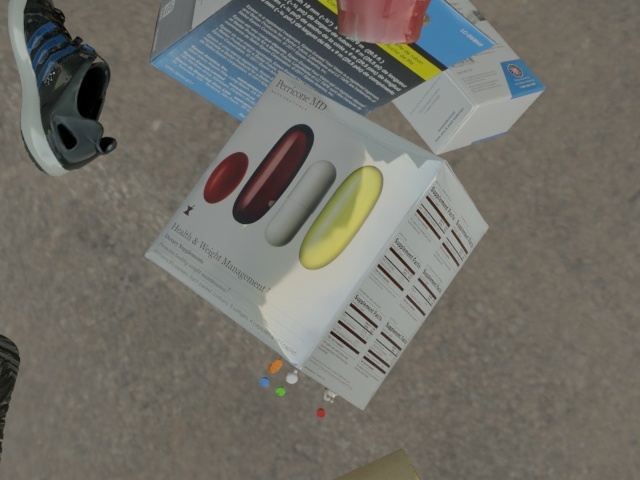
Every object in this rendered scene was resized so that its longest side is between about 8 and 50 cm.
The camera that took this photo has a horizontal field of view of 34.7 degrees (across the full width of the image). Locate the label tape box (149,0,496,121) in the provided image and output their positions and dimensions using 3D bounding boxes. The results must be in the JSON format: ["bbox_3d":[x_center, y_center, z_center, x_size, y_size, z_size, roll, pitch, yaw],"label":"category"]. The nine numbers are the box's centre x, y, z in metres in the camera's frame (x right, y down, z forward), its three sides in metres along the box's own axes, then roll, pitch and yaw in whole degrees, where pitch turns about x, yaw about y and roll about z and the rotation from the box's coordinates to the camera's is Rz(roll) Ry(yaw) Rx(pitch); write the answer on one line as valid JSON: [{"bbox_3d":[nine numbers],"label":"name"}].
[{"bbox_3d":[0.000,-0.252,1.184,0.241,0.334,0.106,30,52,-35],"label":"label tape box"}]

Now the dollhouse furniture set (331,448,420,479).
[{"bbox_3d":[0.050,0.305,0.757,0.212,0.161,0.242,-17,67,-29],"label":"dollhouse furniture set"}]

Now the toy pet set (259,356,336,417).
[{"bbox_3d":[-0.017,0.205,1.660,0.122,0.065,0.114,32,111,-10],"label":"toy pet set"}]

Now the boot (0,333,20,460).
[{"bbox_3d":[-0.337,0.180,0.888,0.076,0.208,0.189,35,51,-24],"label":"boot"}]

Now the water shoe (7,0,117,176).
[{"bbox_3d":[-0.227,-0.152,0.922,0.080,0.073,0.203,-16,68,6],"label":"water shoe"}]

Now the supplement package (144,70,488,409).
[{"bbox_3d":[0.000,0.000,0.898,0.203,0.194,0.149,-55,149,-5],"label":"supplement package"}]

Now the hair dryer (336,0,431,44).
[{"bbox_3d":[0.089,-0.211,0.440,0.223,0.080,0.293,39,82,-42],"label":"hair dryer"}]

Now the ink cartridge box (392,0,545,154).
[{"bbox_3d":[0.201,-0.317,1.760,0.223,0.307,0.129,-20,157,-44],"label":"ink cartridge box"}]
